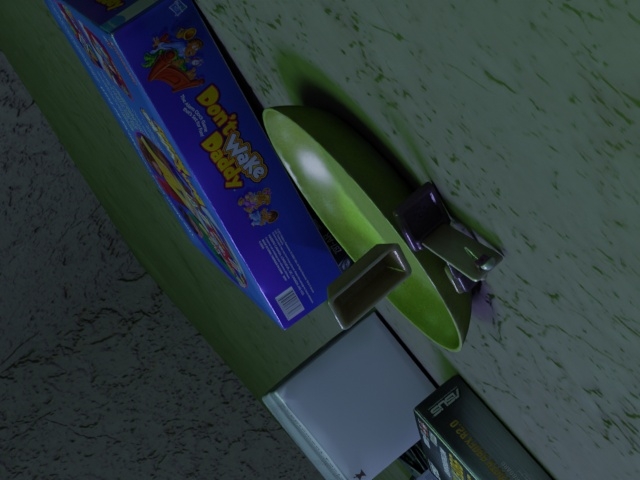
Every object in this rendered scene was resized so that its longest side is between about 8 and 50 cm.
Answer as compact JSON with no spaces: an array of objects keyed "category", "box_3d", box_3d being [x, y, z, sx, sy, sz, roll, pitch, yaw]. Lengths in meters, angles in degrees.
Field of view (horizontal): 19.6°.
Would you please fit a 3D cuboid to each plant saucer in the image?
[{"category":"plant saucer","box_3d":[0.044,-0.017,1.439,0.241,0.037,0.241,50,172,10]}]

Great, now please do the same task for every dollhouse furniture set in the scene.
[{"category":"dollhouse furniture set","box_3d":[0.073,0.039,1.275,0.081,0.114,0.091,35,160,48]}]

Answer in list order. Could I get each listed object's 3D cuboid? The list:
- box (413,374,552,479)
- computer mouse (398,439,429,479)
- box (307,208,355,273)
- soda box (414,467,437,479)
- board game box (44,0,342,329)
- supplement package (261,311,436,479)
[{"category":"box","box_3d":[0.175,0.243,1.794,0.183,0.056,0.231,49,172,20]},{"category":"computer mouse","box_3d":[0.145,0.332,2.280,0.188,0.072,0.272,47,171,23]},{"category":"box","box_3d":[0.000,0.000,1.807,0.067,0.018,0.083,53,171,-15]},{"category":"soda box","box_3d":[0.195,0.326,2.002,0.216,0.069,0.074,50,172,15]},{"category":"board game box","box_3d":[-0.124,-0.105,1.738,0.233,0.078,0.347,39,162,56]},{"category":"supplement package","box_3d":[0.035,0.176,1.978,0.139,0.134,0.244,51,172,1]}]
